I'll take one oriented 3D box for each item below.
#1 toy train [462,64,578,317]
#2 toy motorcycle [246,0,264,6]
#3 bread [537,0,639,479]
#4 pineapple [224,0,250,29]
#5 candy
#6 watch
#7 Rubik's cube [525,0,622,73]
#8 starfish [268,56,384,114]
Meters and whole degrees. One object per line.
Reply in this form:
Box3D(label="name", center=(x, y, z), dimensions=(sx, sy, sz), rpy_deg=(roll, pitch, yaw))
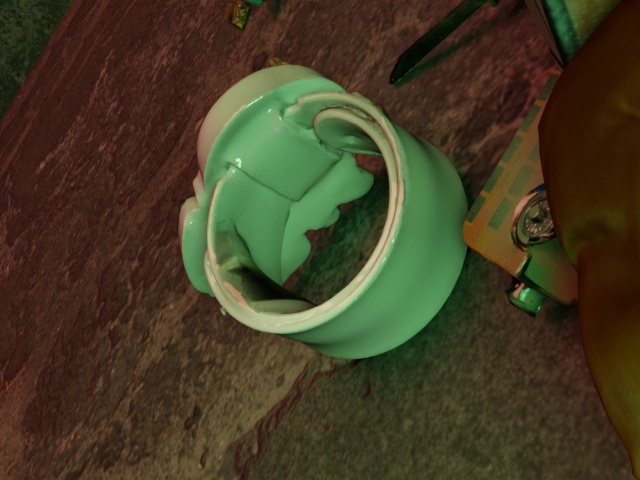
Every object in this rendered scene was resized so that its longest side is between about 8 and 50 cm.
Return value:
Box3D(label="toy train", center=(0.169, -0.042, 0.611), dimensions=(0.188, 0.072, 0.099), rpy_deg=(-59, 30, 6))
Box3D(label="toy motorcycle", center=(-0.087, -0.451, 1.325), dimensions=(0.198, 0.109, 0.296), rpy_deg=(-47, 31, 30))
Box3D(label="bread", center=(0.226, -0.018, 0.346), dimensions=(0.250, 0.225, 0.279), rpy_deg=(-41, 40, 36))
Box3D(label="pineapple", center=(-0.125, -0.344, 1.384), dimensions=(0.045, 0.019, 0.083), rpy_deg=(-60, 26, 11))
Box3D(label="candy", center=(0.148, -0.219, 0.800), dimensions=(0.323, 0.097, 0.097), rpy_deg=(-34, 39, 52))
Box3D(label="watch", center=(0.000, 0.000, 0.779), dimensions=(0.244, 0.196, 0.231), rpy_deg=(-50, 54, 13))
Box3D(label="Rubik's cube", center=(0.187, -0.205, 0.478), dimensions=(0.205, 0.207, 0.205), rpy_deg=(-26, 59, 17))
Box3D(label="starfish", center=(-0.018, -0.116, 0.992), dimensions=(0.213, 0.057, 0.238), rpy_deg=(-29, 49, 30))
